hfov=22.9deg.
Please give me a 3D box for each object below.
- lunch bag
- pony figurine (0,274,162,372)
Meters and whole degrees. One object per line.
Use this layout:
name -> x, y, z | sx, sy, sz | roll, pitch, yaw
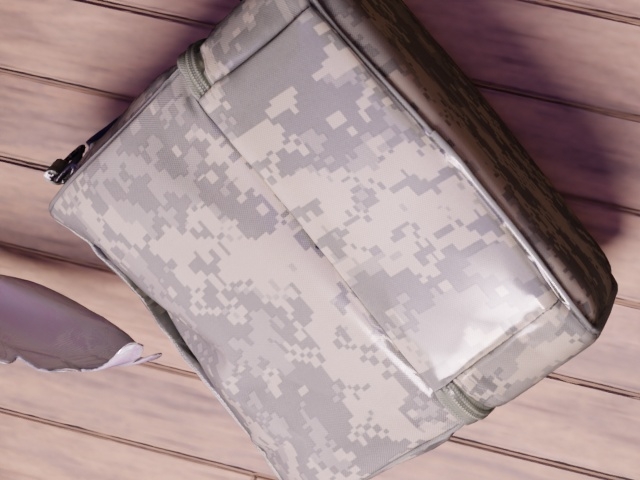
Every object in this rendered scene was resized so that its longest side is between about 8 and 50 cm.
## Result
lunch bag -> 0.000, 0.000, 1.002 | 0.256, 0.212, 0.305 | -39, 90, 16
pony figurine -> -0.331, 0.043, 1.035 | 0.351, 0.303, 0.363 | 36, 93, 41
